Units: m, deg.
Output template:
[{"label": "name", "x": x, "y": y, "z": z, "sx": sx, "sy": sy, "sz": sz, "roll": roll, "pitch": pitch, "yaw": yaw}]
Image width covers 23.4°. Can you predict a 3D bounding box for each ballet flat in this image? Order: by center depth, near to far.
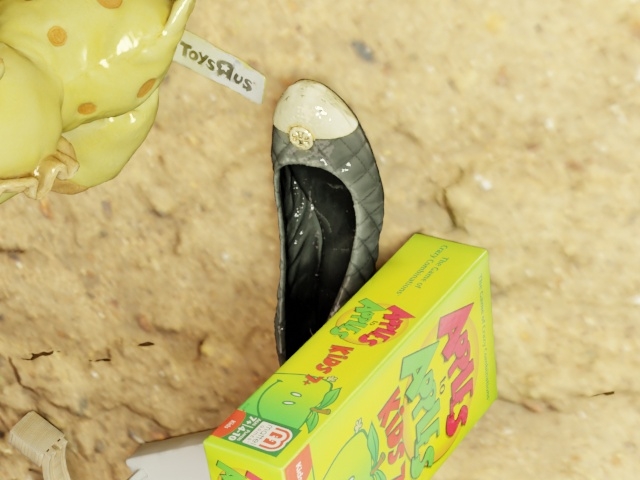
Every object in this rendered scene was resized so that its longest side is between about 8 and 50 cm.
[{"label": "ballet flat", "x": 0.000, "y": 0.000, "z": 0.777, "sx": 0.057, "sy": 0.049, "sz": 0.173, "roll": 16, "pitch": 128, "yaw": 28}]

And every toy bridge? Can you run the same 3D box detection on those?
[{"label": "toy bridge", "x": -0.201, "y": 0.198, "z": 1.094, "sx": 0.063, "sy": 0.026, "sz": 0.188, "roll": 34, "pitch": 135, "yaw": 12}]

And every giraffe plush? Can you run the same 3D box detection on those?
[{"label": "giraffe plush", "x": -0.160, "y": -0.074, "z": 0.763, "sx": 0.210, "sy": 0.170, "sz": 0.181, "roll": 17, "pitch": 128, "yaw": 29}]

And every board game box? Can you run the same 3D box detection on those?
[{"label": "board game box", "x": 0.021, "y": 0.083, "z": 0.723, "sx": 0.043, "sy": 0.181, "sz": 0.092, "roll": 13, "pitch": 127, "yaw": 31}]

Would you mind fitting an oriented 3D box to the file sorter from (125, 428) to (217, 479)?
[{"label": "file sorter", "x": -0.028, "y": 0.268, "z": 0.902, "sx": 0.193, "sy": 0.173, "sz": 0.277, "roll": -18, "pitch": 108, "yaw": 45}]
